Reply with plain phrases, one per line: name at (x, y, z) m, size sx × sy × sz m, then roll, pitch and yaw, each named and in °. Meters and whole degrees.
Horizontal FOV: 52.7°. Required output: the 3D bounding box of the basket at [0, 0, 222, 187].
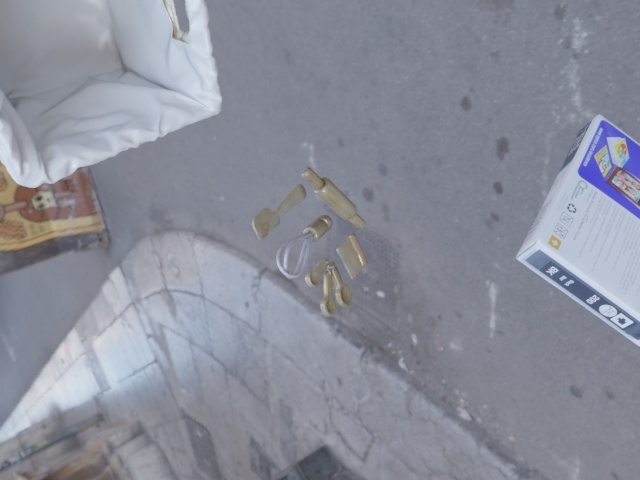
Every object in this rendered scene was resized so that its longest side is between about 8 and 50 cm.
basket at (-0.362, -0.304, 0.906) m, size 0.266 × 0.331 × 0.329 m, roll 27°, pitch 136°, yaw 41°

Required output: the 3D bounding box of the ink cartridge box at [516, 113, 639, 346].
ink cartridge box at (0.328, -0.001, 0.664) m, size 0.208 × 0.206 × 0.045 m, roll 36°, pitch 149°, yaw 2°

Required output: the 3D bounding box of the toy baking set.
toy baking set at (0.002, -0.005, 0.941) m, size 0.030 × 0.197 × 0.256 m, roll -13°, pitch 139°, yaw 32°
